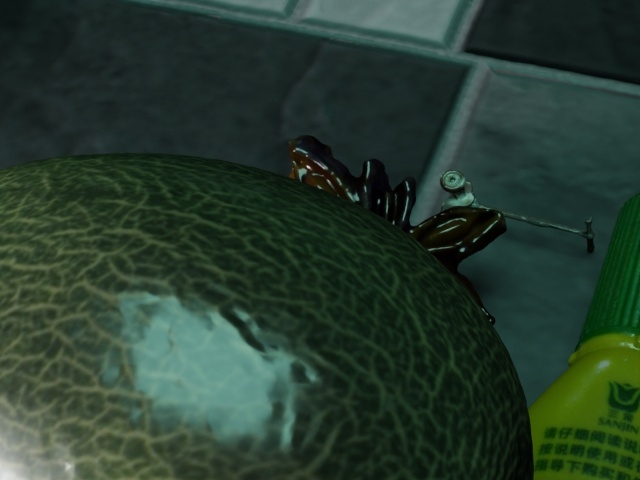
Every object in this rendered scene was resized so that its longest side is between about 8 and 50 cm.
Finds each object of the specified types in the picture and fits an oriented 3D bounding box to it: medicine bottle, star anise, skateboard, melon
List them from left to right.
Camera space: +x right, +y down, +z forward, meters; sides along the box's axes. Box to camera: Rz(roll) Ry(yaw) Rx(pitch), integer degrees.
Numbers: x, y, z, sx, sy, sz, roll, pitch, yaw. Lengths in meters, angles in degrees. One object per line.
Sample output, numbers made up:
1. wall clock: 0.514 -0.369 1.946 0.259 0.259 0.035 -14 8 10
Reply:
1. melon: -0.068 0.082 0.737 0.301 0.237 0.237 11 50 20
2. star anise: 0.000 0.000 0.914 0.190 0.070 0.097 24 90 6
3. skateboard: 0.095 0.002 0.941 0.083 0.032 0.064 12 60 17
4. medicine bottle: 0.136 0.080 0.840 0.095 0.064 0.261 12 50 12
